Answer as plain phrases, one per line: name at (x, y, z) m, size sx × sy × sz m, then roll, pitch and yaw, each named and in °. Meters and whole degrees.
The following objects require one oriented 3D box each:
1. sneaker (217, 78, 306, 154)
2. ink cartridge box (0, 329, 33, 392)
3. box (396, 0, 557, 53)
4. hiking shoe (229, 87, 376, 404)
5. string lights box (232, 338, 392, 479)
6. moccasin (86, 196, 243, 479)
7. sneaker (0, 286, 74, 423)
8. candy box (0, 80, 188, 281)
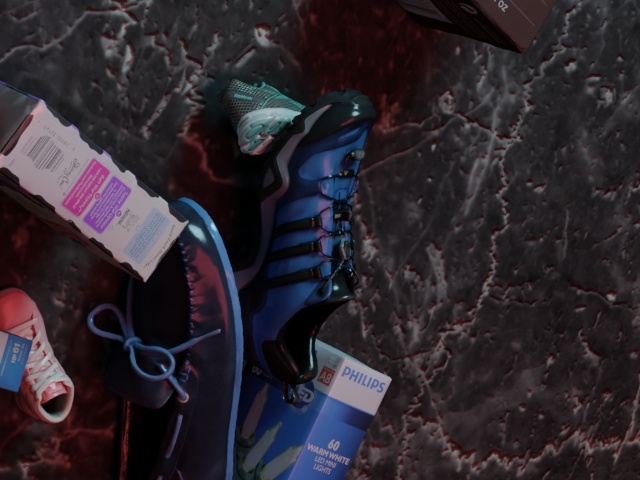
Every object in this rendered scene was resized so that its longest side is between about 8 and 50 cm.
sneaker at (-0.041, -0.124, 1.763) m, size 0.065 × 0.076 × 0.166 m, roll -43°, pitch 159°, yaw 17°
ink cartridge box at (-0.330, 0.090, 1.585) m, size 0.122 × 0.088 × 0.052 m, roll 20°, pitch 84°, yaw -42°
box at (0.154, -0.324, 1.777) m, size 0.168 × 0.167 × 0.203 m, roll 38°, pitch 81°, yaw -41°
hiking shoe at (0.000, 0.000, 1.749) m, size 0.113 × 0.132 × 0.304 m, roll -12°, pitch 132°, yaw -53°
string lights box at (-0.045, 0.226, 1.839) m, size 0.077 × 0.133 × 0.259 m, roll 26°, pitch 88°, yaw -41°
moccasin at (-0.146, 0.131, 1.723) m, size 0.117 × 0.138 × 0.342 m, roll -14°, pitch 113°, yaw -30°
sneaker at (-0.262, 0.110, 1.664) m, size 0.051 × 0.070 × 0.134 m, roll -25°, pitch 119°, yaw -28°
candy box at (-0.235, -0.061, 1.560) m, size 0.196 × 0.165 × 0.070 m, roll 41°, pitch 79°, yaw -40°
